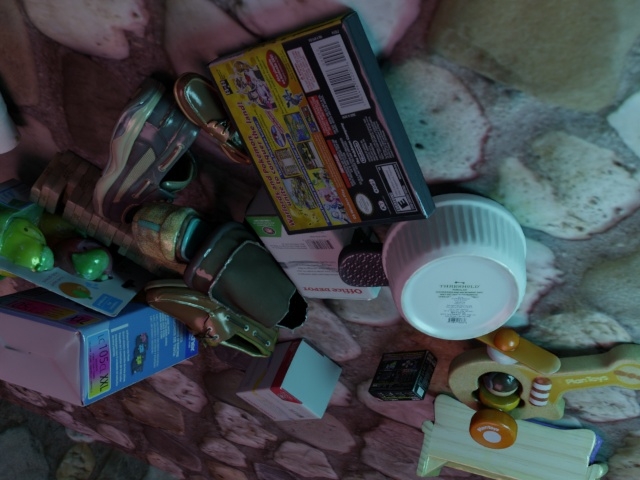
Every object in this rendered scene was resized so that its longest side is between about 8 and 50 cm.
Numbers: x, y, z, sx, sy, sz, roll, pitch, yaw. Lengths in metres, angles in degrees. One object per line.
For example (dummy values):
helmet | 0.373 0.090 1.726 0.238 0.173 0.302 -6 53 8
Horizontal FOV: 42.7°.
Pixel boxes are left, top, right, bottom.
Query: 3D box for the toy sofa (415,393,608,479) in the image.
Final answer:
toy sofa | 0.392 0.439 1.671 0.363 0.177 0.150 9 170 25

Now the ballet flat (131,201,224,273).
ballet flat | -0.224 0.008 1.395 0.123 0.123 0.348 18 172 13

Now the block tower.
block tower | -0.365 -0.036 1.520 0.336 0.097 0.091 30 149 -10

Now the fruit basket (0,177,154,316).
fruit basket | -0.496 0.011 1.547 0.353 0.327 0.165 18 105 1

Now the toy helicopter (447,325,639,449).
toy helicopter | 0.378 0.215 1.372 0.355 0.140 0.235 -14 123 33

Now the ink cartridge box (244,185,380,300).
ink cartridge box | 0.000 0.000 1.318 0.153 0.086 0.208 0 140 34

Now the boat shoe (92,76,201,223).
boat shoe | -0.273 -0.109 1.309 0.130 0.132 0.355 29 150 -6

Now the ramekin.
ramekin | 0.192 0.046 1.156 0.207 0.109 0.207 0 130 0

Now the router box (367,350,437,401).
router box | 0.160 0.265 1.596 0.122 0.092 0.038 -12 133 46

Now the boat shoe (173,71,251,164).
boat shoe | -0.137 -0.172 1.168 0.060 0.064 0.178 26 164 47

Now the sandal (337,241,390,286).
sandal | 0.154 0.032 1.254 0.255 0.054 0.097 8 128 -7

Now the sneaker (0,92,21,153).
sneaker | -0.672 -0.223 1.446 0.293 0.108 0.169 12 143 18

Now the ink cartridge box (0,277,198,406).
ink cartridge box | -0.425 0.169 1.620 0.270 0.395 0.151 10 102 27

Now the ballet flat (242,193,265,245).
ballet flat | -0.110 -0.027 1.414 0.058 0.049 0.173 7 157 -13

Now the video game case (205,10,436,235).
video game case | -0.003 -0.140 1.083 0.248 0.035 0.274 -6 118 41

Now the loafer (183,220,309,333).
loafer | -0.100 0.071 1.373 0.130 0.133 0.366 34 180 23

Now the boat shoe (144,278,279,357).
boat shoe | -0.199 0.153 1.572 0.307 0.104 0.111 19 156 -36

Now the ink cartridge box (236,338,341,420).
ink cartridge box | -0.071 0.309 1.791 0.128 0.127 0.176 41 145 -25
